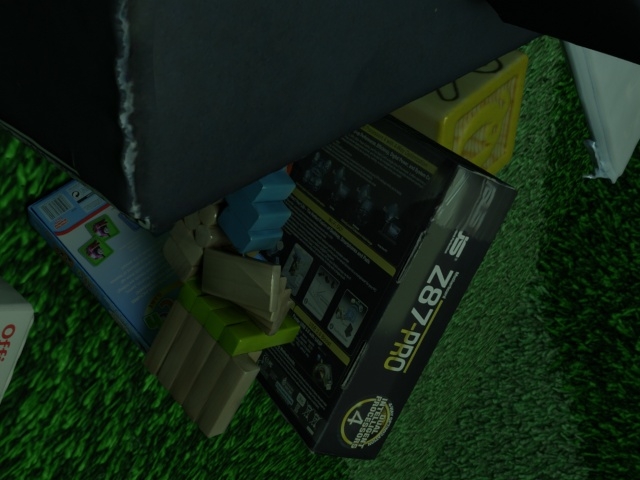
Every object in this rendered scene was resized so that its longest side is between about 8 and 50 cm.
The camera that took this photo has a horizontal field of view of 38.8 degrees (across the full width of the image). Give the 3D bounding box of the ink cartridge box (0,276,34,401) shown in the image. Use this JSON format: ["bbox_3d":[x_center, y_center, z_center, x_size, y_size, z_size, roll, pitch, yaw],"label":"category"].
[{"bbox_3d":[-0.405,0.111,0.820,0.237,0.100,0.172,4,115,-56],"label":"ink cartridge box"}]

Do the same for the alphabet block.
[{"bbox_3d":[0.142,-0.177,1.247,0.192,0.197,0.193,-38,146,-28],"label":"alphabet block"}]

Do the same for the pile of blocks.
[{"bbox_3d":[-0.059,-0.009,0.829,0.112,0.149,0.362,-8,109,-51],"label":"pile of blocks"}]

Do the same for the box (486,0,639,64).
[{"bbox_3d":[0.132,-0.220,0.333,0.184,0.103,0.261,19,98,-54],"label":"box"}]

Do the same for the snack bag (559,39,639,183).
[{"bbox_3d":[0.253,-0.227,0.573,0.342,0.037,0.323,-56,151,-3],"label":"snack bag"}]

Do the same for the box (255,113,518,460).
[{"bbox_3d":[0.000,0.000,1.019,0.097,0.395,0.318,16,105,-35],"label":"box"}]

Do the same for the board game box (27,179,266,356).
[{"bbox_3d":[-0.174,0.007,0.951,0.160,0.211,0.039,-38,169,-29],"label":"board game box"}]

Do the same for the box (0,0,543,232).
[{"bbox_3d":[-0.069,-0.307,0.533,0.480,0.471,0.297,-31,142,-38],"label":"box"}]
